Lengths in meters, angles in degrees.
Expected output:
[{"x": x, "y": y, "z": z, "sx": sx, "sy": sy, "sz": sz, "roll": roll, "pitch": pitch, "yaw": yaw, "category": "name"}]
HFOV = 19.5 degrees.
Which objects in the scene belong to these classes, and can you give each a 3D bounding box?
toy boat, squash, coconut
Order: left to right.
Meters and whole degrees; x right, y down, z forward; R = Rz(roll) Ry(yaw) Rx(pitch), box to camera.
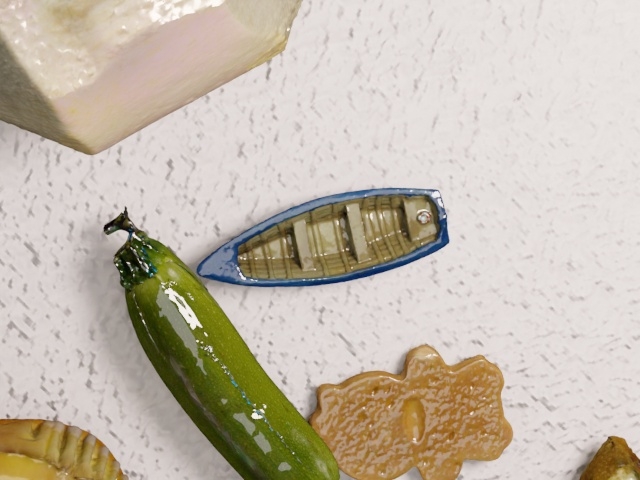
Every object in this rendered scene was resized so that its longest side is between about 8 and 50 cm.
[{"x": -0.192, "y": -0.222, "z": 1.474, "sx": 0.309, "sy": 0.297, "sz": 0.297, "roll": -31, "pitch": 103, "yaw": -6, "category": "coconut"}, {"x": -0.094, "y": 0.116, "z": 1.656, "sx": 0.087, "sy": 0.087, "sz": 0.331, "roll": -35, "pitch": 104, "yaw": 0, "category": "squash"}, {"x": 0.000, "y": 0.000, "z": 1.667, "sx": 0.229, "sy": 0.046, "sz": 0.080, "roll": -13, "pitch": 103, "yaw": -5, "category": "toy boat"}]

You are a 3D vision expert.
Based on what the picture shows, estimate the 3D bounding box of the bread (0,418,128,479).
[{"x": -0.301, "y": 0.260, "z": 1.623, "sx": 0.288, "sy": 0.156, "sz": 0.204, "roll": -5, "pitch": 93, "yaw": -4, "category": "bread"}]

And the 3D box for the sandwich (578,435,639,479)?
[{"x": 0.256, "y": 0.341, "z": 1.744, "sx": 0.251, "sy": 0.087, "sz": 0.226, "roll": -42, "pitch": 101, "yaw": 4, "category": "sandwich"}]

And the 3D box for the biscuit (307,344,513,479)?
[{"x": 0.087, "y": 0.168, "z": 1.719, "sx": 0.184, "sy": 0.027, "sz": 0.133, "roll": -22, "pitch": 103, "yaw": -2, "category": "biscuit"}]
